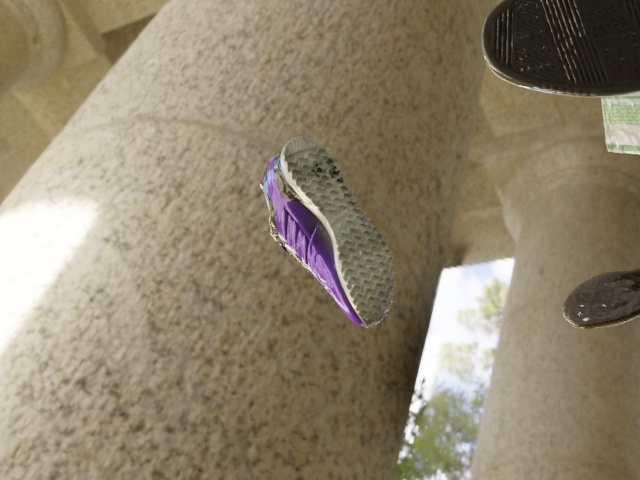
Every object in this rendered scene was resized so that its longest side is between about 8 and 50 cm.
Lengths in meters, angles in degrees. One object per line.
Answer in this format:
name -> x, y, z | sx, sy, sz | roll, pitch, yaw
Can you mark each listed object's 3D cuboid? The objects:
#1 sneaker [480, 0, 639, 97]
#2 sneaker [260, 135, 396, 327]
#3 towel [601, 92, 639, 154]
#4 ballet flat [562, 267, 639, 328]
sneaker -> 0.293, -0.181, 0.813 | 0.295, 0.178, 0.124 | -3, -92, 8
sneaker -> 0.000, -0.001, 1.332 | 0.146, 0.102, 0.293 | -29, -93, 51
towel -> 0.423, -0.190, 1.192 | 0.113, 0.023, 0.152 | 18, -57, 60
ballet flat -> 0.447, 0.066, 1.224 | 0.249, 0.084, 0.058 | -25, -42, -10
